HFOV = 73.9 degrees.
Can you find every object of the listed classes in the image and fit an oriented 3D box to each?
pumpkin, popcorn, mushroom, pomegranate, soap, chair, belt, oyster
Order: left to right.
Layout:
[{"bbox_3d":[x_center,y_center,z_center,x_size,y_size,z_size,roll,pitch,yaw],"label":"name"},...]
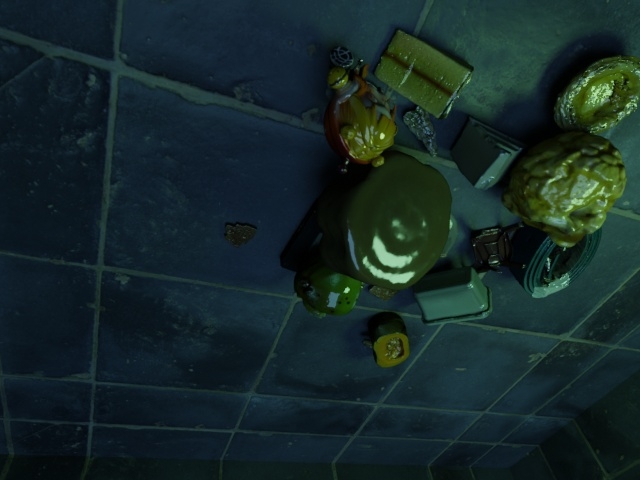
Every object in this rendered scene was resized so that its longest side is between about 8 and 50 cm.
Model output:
[{"bbox_3d":[0.052,0.165,1.643,0.340,0.260,0.260,-11,140,-45],"label":"pomegranate"},{"bbox_3d":[0.317,0.500,2.100,0.221,0.139,0.317,-15,133,-1],"label":"pumpkin"},{"bbox_3d":[0.352,-0.371,1.426,0.199,0.061,0.106,30,118,-29],"label":"oyster"},{"bbox_3d":[0.495,-0.030,1.711,0.118,0.103,0.270,-22,135,9],"label":"mushroom"},{"bbox_3d":[0.723,0.045,1.801,0.175,0.183,0.326,-11,175,-1],"label":"chair"},{"bbox_3d":[0.616,-0.257,1.437,0.302,0.258,0.159,15,124,-21],"label":"soap"},{"bbox_3d":[0.985,0.041,1.801,0.300,0.173,0.437,-2,130,-11],"label":"belt"},{"bbox_3d":[0.843,-0.194,1.488,0.344,0.354,0.390,24,125,23],"label":"popcorn"}]

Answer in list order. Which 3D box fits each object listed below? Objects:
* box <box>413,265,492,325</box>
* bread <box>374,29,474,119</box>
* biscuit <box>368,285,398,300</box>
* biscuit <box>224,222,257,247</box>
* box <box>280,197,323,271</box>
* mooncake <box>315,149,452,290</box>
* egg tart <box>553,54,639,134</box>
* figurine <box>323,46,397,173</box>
[{"bbox_3d":[0.564,0.233,1.858,0.311,0.175,0.182,-16,123,31],"label":"box"},{"bbox_3d":[0.324,-0.519,1.314,0.264,0.163,0.168,35,123,4],"label":"bread"},{"bbox_3d":[0.331,0.181,1.903,0.131,0.025,0.231,33,118,-30],"label":"biscuit"},{"bbox_3d":[-0.304,-0.027,1.629,0.129,0.019,0.119,-13,130,2],"label":"biscuit"},{"bbox_3d":[0.000,0.000,1.679,0.211,0.058,0.350,18,125,-24],"label":"box"},{"bbox_3d":[0.206,-0.069,1.422,0.466,0.262,0.467,-9,108,-29],"label":"mooncake"},{"bbox_3d":[0.898,-0.476,1.393,0.288,0.118,0.288,-6,132,-6],"label":"egg tart"},{"bbox_3d":[0.105,-0.356,1.218,0.196,0.323,0.320,-26,144,31],"label":"figurine"}]
